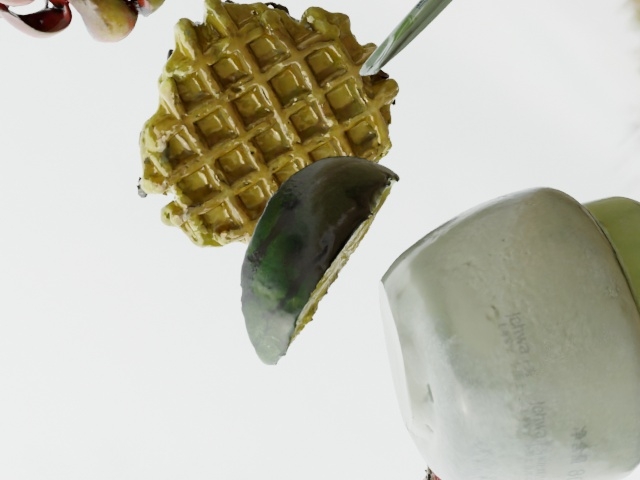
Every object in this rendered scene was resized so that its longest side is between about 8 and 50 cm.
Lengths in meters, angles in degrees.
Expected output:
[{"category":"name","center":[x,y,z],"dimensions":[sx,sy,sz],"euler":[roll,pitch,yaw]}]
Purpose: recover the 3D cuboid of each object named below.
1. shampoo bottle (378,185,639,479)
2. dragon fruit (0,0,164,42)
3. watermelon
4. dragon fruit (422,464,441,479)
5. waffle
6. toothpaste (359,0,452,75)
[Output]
[{"category":"shampoo bottle","center":[0.226,0.110,1.709],"dimensions":[0.317,0.322,0.322],"euler":[-17,-129,-12]},{"category":"dragon fruit","center":[-0.311,-0.307,1.545],"dimensions":[0.243,0.227,0.307],"euler":[-28,-83,-28]},{"category":"watermelon","center":[0.000,0.000,1.927],"dimensions":[0.123,0.301,0.129],"euler":[22,150,25]},{"category":"dragon fruit","center":[0.224,0.286,2.053],"dimensions":[0.135,0.137,0.236],"euler":[31,-156,35]},{"category":"waffle","center":[-0.069,-0.159,2.377],"dimensions":[0.379,0.382,0.095],"euler":[9,-171,-13]},{"category":"toothpaste","center":[0.118,-0.263,1.905],"dimensions":[0.029,0.197,0.048],"euler":[48,165,-19]}]
